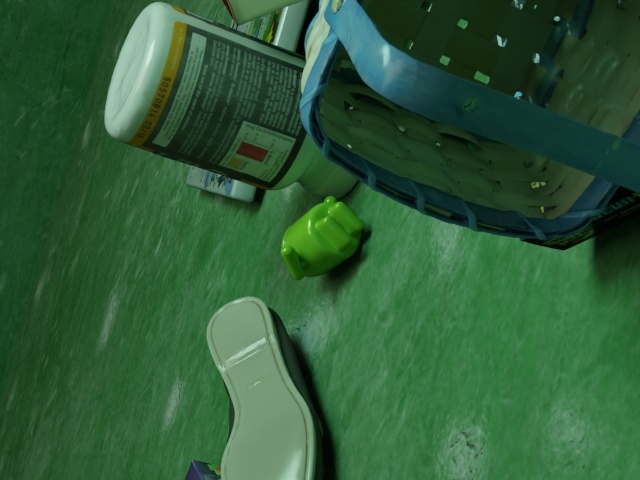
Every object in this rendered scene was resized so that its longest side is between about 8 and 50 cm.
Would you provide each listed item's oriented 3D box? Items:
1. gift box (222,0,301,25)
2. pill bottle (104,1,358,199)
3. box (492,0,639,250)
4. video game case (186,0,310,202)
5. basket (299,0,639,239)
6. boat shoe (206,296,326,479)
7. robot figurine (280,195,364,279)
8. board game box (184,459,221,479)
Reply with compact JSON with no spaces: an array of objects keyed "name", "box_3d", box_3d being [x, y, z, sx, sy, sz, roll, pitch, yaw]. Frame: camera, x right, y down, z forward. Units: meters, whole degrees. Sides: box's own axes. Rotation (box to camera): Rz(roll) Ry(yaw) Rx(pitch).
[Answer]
[{"name":"gift box","box_3d":[-0.015,-0.381,1.356,0.276,0.258,0.255,-117,5,-66]},{"name":"pill bottle","box_3d":[-0.087,-0.148,1.384,0.162,0.278,0.162,-50,30,43]},{"name":"box","box_3d":[0.205,-0.125,0.896,0.175,0.051,0.220,-31,57,47]},{"name":"video game case","box_3d":[-0.105,-0.225,1.787,0.300,0.036,0.329,-162,88,-71]},{"name":"basket","box_3d":[0.120,-0.098,0.756,0.201,0.255,0.289,-65,19,14]},{"name":"boat shoe","box_3d":[-0.047,0.197,1.305,0.112,0.095,0.335,-27,40,10]},{"name":"robot figurine","box_3d":[0.000,0.000,1.347,0.101,0.067,0.115,-53,9,-33]},{"name":"board game box","box_3d":[-0.134,0.353,1.420,0.141,0.048,0.170,-70,22,7]}]
